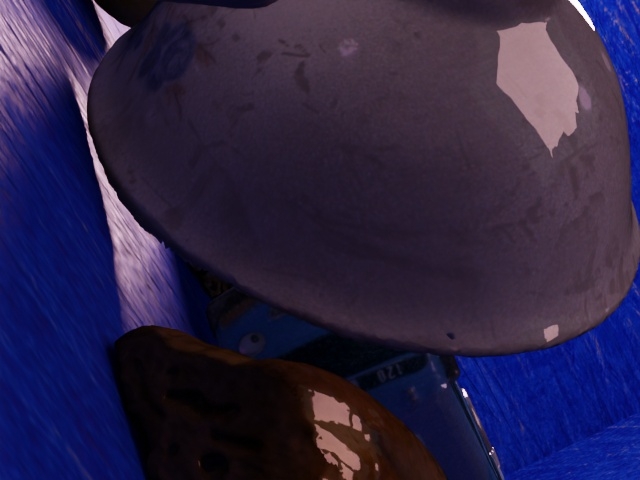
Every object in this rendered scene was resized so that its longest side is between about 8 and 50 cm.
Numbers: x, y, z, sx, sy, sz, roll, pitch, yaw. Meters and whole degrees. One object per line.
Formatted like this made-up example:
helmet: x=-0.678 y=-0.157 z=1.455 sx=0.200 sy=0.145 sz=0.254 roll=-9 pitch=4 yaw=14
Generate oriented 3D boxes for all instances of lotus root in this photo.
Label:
lotus root: x=-0.010 y=0.092 z=0.617 sx=0.135 sy=0.095 sz=0.159 roll=54 pitch=4 yaw=-47

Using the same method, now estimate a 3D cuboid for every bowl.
bowl: x=0.045 y=-0.097 z=0.797 sx=0.313 sy=0.313 sz=0.146 roll=-112 pitch=-148 yaw=-46

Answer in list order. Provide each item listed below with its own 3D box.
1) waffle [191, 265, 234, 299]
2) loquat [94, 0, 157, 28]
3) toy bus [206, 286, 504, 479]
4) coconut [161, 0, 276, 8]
waffle: x=0.000 y=0.001 z=0.908 sx=0.102 sy=0.148 sz=0.042 roll=60 pitch=16 yaw=-54
loquat: x=-0.103 y=-0.218 z=1.005 sx=0.152 sy=0.152 sz=0.195 roll=49 pitch=24 yaw=-75
toy bus: x=0.036 y=0.116 z=0.846 sx=0.234 sy=0.116 sz=0.134 roll=62 pitch=6 yaw=-46
coconut: x=-0.061 y=-0.270 z=0.460 sx=0.360 sy=0.346 sz=0.346 roll=44 pitch=5 yaw=-3
